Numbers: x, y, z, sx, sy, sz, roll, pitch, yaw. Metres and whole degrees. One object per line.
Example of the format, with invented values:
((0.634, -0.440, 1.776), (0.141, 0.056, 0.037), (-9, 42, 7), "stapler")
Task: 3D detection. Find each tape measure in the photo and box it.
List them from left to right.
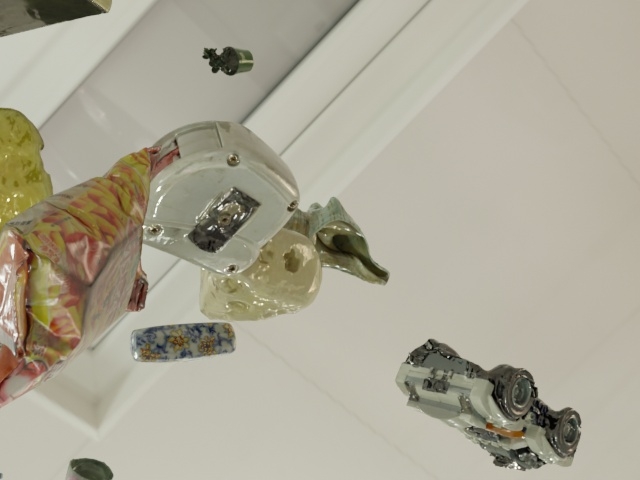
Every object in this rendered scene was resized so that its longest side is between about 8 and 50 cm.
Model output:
((-0.185, -0.066, 1.389), (0.258, 0.265, 0.130), (27, -152, -35), "tape measure")

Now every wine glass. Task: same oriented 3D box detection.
((-0.380, 0.424, 1.321), (0.073, 0.155, 0.073), (20, -175, -2), "wine glass")

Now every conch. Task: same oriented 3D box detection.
((-0.004, -0.010, 1.951), (0.385, 0.203, 0.170), (13, -140, -30), "conch")

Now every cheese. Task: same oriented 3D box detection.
((-0.113, 0.053, 1.665), (0.251, 0.247, 0.174), (104, 164, -60), "cheese")

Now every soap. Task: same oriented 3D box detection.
((-0.579, -0.012, 1.360), (0.115, 0.427, 0.306), (-19, -97, -54), "soap")

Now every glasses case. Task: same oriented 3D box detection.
((-0.309, 0.233, 1.929), (0.247, 0.065, 0.087), (1, -115, -32), "glasses case")

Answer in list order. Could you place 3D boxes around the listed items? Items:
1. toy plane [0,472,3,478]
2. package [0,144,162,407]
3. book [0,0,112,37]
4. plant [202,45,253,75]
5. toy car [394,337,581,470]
((-0.726, 0.531, 1.712), (0.182, 0.107, 0.273), (-46, -55, -70), "toy plane")
((-0.260, 0.030, 0.876), (0.108, 0.223, 0.288), (24, -153, 6), "package")
((-0.292, -0.188, 0.619), (0.160, 0.228, 0.024), (32, -123, -61), "book")
((-0.163, -0.308, 1.456), (0.102, 0.051, 0.051), (-11, -131, -48), "plant")
((0.251, 0.249, 1.218), (0.193, 0.118, 0.301), (4, 151, 46), "toy car")
